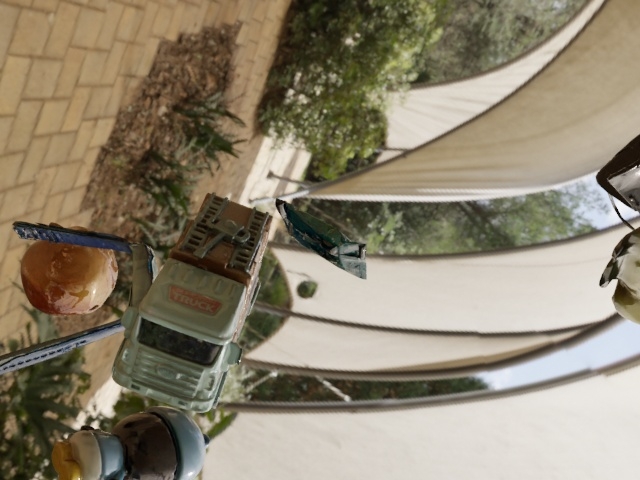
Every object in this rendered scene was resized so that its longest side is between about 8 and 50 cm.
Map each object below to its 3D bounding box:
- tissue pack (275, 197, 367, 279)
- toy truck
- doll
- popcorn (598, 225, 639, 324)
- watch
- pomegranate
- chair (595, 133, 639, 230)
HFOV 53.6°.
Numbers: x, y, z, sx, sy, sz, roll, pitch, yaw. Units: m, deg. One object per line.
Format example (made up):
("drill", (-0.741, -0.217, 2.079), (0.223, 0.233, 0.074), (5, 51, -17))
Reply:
("tissue pack", (0.000, 0.000, 0.825), (0.028, 0.138, 0.085), (-48, 155, -22))
("toy truck", (-0.145, 0.061, 0.807), (0.305, 0.136, 0.162), (-80, -169, -63))
("doll", (-0.347, 0.408, 1.222), (0.314, 0.177, 0.141), (5, 121, -43))
("popcorn", (0.265, -0.026, 0.294), (0.252, 0.215, 0.286), (-41, 145, -39))
("watch", (-0.429, 0.113, 1.097), (0.068, 0.275, 0.276), (108, -11, -72))
("pomegranate", (-0.550, 0.069, 1.382), (0.209, 0.209, 0.209), (25, 90, -90))
("chair", (0.469, -0.098, 0.895), (0.140, 0.221, 0.145), (-44, -143, 17))
